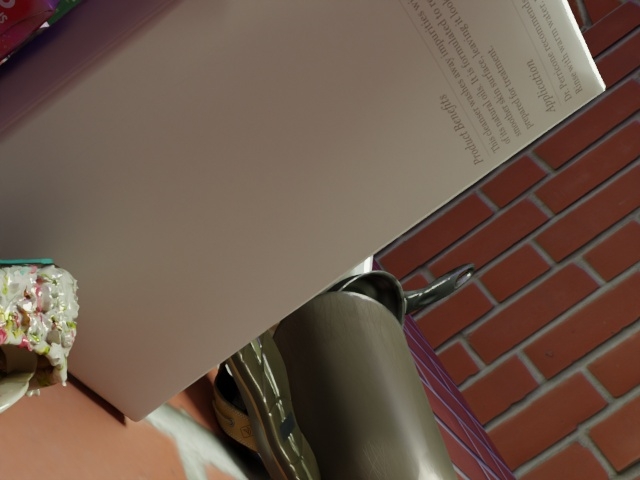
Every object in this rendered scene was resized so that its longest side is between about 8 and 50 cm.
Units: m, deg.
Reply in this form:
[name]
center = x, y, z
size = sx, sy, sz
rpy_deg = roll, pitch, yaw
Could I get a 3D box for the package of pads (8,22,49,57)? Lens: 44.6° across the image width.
[package of pads]
center = -0.282, -0.180, 0.802
size = 0.083, 0.050, 0.032
rpy_deg = 54, 11, -1

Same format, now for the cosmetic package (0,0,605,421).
[cosmetic package]
center = -0.046, -0.085, 0.504
size = 0.217, 0.385, 0.156
rpy_deg = 53, 7, -33

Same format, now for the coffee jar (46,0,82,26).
[coffee jar]
center = -0.268, -0.283, 0.845
size = 0.096, 0.184, 0.079
rpy_deg = 54, 6, 0

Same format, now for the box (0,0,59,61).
[box]
center = -0.275, -0.204, 0.550
size = 0.154, 0.142, 0.300
rpy_deg = 52, 6, -27

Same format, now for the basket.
[basket]
center = 0.047, 0.195, 0.784
size = 0.226, 0.154, 0.204
rpy_deg = -112, 178, -53

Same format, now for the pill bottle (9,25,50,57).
[pill bottle]
center = -0.191, -0.125, 0.768
size = 0.122, 0.123, 0.219
rpy_deg = 57, 19, 25

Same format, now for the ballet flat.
[ballet flat]
center = -0.166, 0.045, 0.317
size = 0.241, 0.091, 0.077
rpy_deg = 6, 73, -77

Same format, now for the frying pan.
[frying pan]
center = 0.074, 0.081, 0.980
size = 0.053, 0.326, 0.197
rpy_deg = 24, -29, 37

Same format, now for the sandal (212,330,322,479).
[sandal]
center = -0.057, 0.152, 0.680
size = 0.090, 0.060, 0.219
rpy_deg = -19, 87, -78

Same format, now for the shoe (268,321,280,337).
[shoe]
center = -0.079, 0.076, 0.954
size = 0.077, 0.058, 0.219
rpy_deg = 18, 16, -21

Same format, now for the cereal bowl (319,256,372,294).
[cereal bowl]
center = 0.000, 0.000, 1.139
size = 0.339, 0.141, 0.338
rpy_deg = 2, 90, -83
